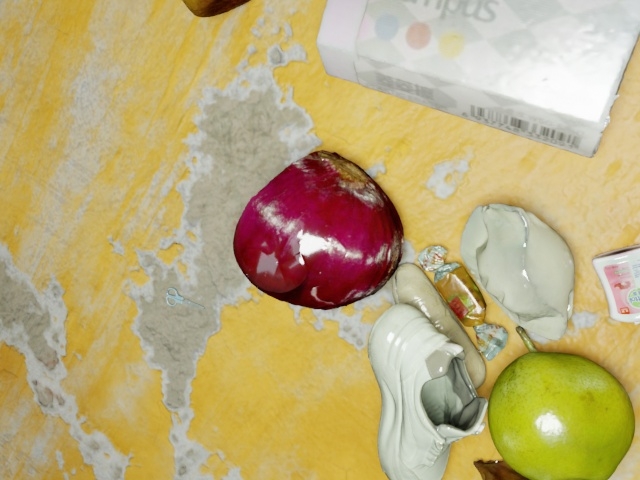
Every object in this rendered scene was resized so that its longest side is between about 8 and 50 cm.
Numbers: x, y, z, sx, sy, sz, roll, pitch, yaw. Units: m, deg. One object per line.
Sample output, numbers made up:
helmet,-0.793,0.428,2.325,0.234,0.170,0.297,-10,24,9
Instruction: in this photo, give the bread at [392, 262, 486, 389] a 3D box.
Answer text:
bread,0.168,0.133,0.934,0.073,0.053,0.214,-36,85,29

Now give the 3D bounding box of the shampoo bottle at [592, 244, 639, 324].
shampoo bottle,0.402,0.061,0.819,0.072,0.043,0.099,-17,93,26

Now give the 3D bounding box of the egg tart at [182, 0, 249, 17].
egg tart,-0.145,-0.418,0.897,0.202,0.202,0.147,-23,99,26

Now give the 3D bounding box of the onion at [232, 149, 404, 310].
onion,0.004,0.003,0.896,0.206,0.206,0.216,35,113,15

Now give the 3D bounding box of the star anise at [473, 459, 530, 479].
star anise,0.355,0.431,0.865,0.346,0.148,0.238,28,132,14

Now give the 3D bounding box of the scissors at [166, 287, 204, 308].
scissors,-0.244,0.110,1.140,0.083,0.006,0.036,17,109,20

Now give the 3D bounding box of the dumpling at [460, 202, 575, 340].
dumpling,0.259,0.042,0.854,0.155,0.111,0.181,2,92,57

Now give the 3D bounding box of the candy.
candy,0.208,0.084,0.911,0.053,0.046,0.182,-37,79,29

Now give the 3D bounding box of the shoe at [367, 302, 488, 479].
shoe,0.162,0.244,0.868,0.159,0.124,0.317,16,127,50

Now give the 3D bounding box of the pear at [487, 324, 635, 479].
pear,0.308,0.212,0.838,0.180,0.216,0.166,-5,140,1

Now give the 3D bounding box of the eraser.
eraser,0.196,-0.267,0.826,0.396,0.082,0.213,22,108,19
